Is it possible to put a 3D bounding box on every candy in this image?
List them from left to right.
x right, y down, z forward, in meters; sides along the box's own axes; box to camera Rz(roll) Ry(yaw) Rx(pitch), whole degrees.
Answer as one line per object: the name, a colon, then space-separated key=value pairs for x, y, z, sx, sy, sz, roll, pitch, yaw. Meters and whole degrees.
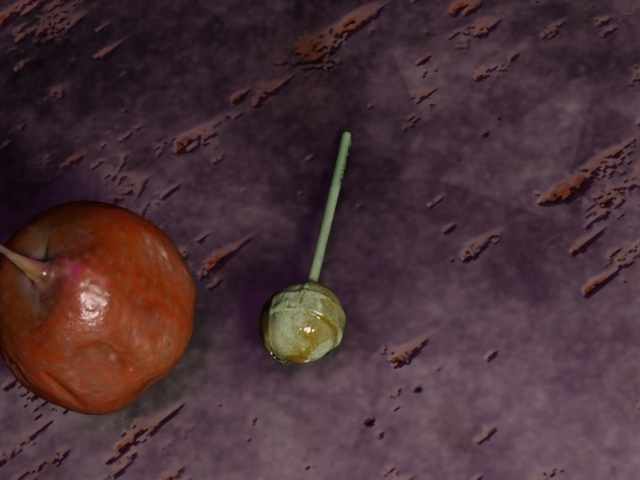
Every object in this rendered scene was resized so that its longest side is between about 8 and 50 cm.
candy: x=0.000 y=0.000 z=1.241 sx=0.061 sy=0.061 sz=0.202 roll=3 pitch=53 yaw=13

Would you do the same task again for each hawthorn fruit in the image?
hawthorn fruit: x=-0.156 y=0.045 z=1.172 sx=0.149 sy=0.189 sz=0.149 roll=0 pitch=89 yaw=0
